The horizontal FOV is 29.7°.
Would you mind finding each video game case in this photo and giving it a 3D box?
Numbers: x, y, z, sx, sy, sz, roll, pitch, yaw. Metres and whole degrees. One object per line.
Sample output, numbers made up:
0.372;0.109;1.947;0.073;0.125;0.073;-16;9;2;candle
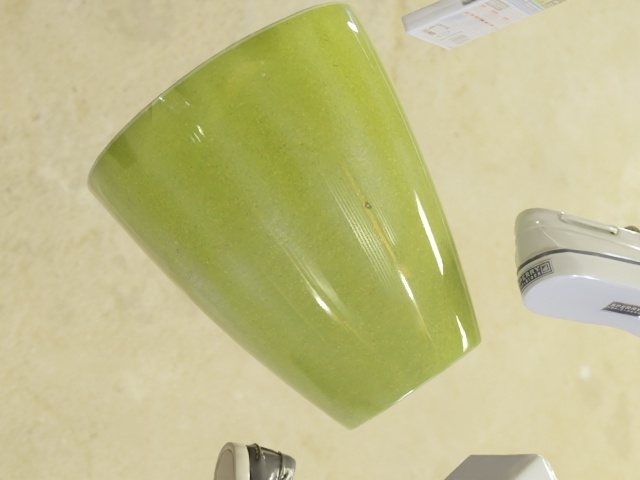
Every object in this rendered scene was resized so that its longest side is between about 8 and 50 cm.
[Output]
0.110;-0.131;0.634;0.087;0.122;0.011;-7;78;-69;video game case

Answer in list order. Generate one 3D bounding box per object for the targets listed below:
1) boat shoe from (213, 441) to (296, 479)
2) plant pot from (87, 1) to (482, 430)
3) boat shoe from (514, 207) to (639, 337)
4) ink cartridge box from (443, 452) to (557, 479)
-0.045;0.259;0.930;0.065;0.075;0.206;9;66;-24;boat shoe
0.000;0.000;1.021;0.274;0.275;0.294;-29;82;-45;plant pot
0.277;0.031;1.060;0.267;0.096;0.088;10;55;-26;boat shoe
0.070;0.168;0.559;0.122;0.052;0.089;-34;102;-35;ink cartridge box
